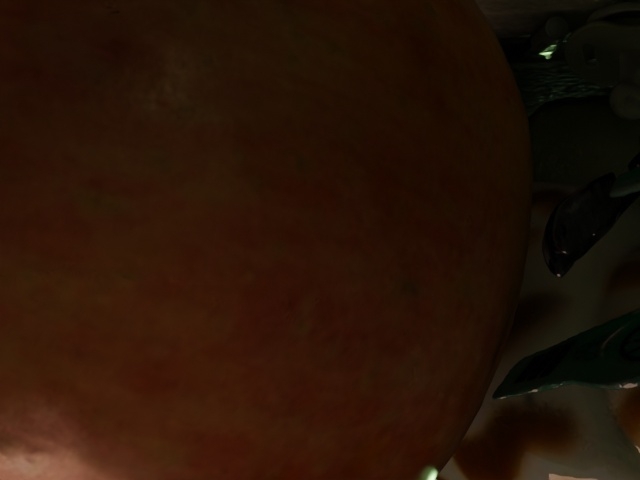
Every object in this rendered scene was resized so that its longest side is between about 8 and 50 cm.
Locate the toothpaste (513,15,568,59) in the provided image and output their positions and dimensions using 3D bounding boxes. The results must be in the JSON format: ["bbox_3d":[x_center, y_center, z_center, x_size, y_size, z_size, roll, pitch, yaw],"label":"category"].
[{"bbox_3d":[0.136,-0.121,0.951,0.024,0.015,0.083,4,174,-1],"label":"toothpaste"}]

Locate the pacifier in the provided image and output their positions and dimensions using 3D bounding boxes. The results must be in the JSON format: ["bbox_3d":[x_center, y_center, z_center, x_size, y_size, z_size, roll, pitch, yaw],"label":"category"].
[{"bbox_3d":[0.182,-0.101,0.901,0.083,0.064,0.068,1,150,17],"label":"pacifier"}]

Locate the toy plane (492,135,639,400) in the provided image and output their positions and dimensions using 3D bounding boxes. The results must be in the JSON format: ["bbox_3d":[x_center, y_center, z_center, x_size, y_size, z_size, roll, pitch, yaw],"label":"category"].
[{"bbox_3d":[0.206,-0.044,0.718,0.155,0.382,0.106,-18,112,38],"label":"toy plane"}]

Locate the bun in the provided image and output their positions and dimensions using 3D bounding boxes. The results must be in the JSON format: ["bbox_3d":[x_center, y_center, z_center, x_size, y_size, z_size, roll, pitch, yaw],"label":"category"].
[{"bbox_3d":[0.202,-0.016,1.006,0.195,0.118,0.195,17,174,2],"label":"bun"}]

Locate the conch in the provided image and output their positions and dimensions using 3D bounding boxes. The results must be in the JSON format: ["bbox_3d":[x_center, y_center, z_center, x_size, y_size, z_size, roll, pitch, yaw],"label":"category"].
[{"bbox_3d":[0.140,0.067,0.779,0.275,0.183,0.149,-14,-157,27],"label":"conch"}]

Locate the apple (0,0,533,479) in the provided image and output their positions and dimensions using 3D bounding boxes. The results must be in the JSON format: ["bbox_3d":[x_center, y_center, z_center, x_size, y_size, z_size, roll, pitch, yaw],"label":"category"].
[{"bbox_3d":[-0.095,-0.009,0.695,0.346,0.391,0.391,11,167,-29],"label":"apple"}]
